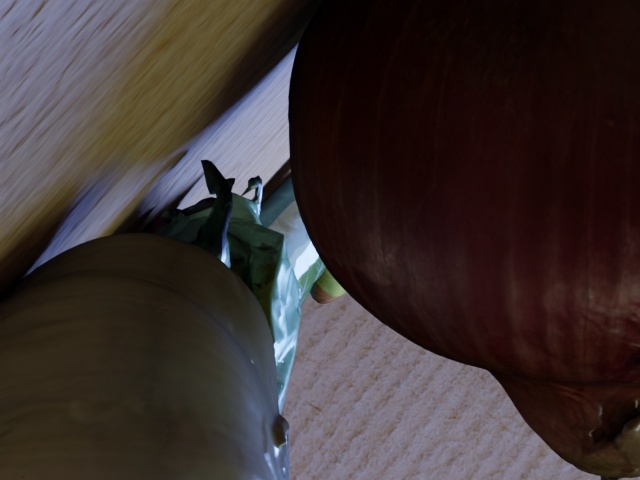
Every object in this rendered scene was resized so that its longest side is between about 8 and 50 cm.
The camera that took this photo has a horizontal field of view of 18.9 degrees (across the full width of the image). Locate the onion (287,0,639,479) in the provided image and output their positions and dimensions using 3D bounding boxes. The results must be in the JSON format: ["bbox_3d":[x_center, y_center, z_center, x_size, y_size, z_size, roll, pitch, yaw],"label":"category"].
[{"bbox_3d":[0.151,-0.068,1.044,0.353,0.354,0.353,-50,179,-2],"label":"onion"}]

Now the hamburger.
[{"bbox_3d":[-0.089,0.093,1.111,0.260,0.150,0.276,-51,178,4],"label":"hamburger"}]

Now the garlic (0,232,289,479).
[{"bbox_3d":[-0.095,0.069,0.819,0.229,0.178,0.142,-128,-135,-74],"label":"garlic"}]

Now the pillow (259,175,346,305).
[{"bbox_3d":[-0.023,0.024,1.768,0.233,0.086,0.214,-46,157,-21],"label":"pillow"}]
